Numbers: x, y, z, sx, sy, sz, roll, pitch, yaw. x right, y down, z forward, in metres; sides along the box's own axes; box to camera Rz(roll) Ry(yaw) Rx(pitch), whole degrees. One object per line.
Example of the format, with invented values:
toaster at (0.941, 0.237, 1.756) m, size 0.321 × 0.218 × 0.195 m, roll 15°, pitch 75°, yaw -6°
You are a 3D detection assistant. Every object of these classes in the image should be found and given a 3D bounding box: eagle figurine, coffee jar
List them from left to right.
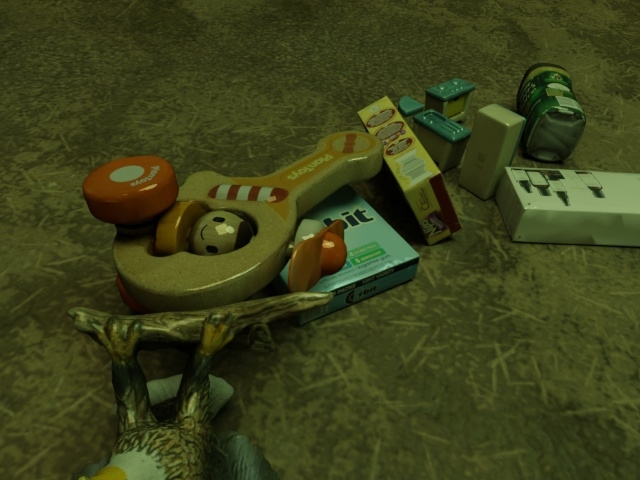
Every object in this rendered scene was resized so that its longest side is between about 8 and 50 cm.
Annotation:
eagle figurine at (-0.107, 0.189, 0.368) m, size 0.226 × 0.225 × 0.298 m, roll -19°, pitch 67°, yaw 34°
coffee jar at (0.370, -0.215, 0.896) m, size 0.079 × 0.096 × 0.184 m, roll 12°, pitch 41°, yaw 4°

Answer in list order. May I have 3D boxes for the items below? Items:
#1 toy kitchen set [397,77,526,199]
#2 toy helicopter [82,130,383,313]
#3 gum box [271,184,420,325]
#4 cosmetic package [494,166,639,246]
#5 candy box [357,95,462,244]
toy kitchen set at (0.233, -0.187, 0.833) m, size 0.166 × 0.122 × 0.207 m, roll -27°, pitch 51°, yaw -30°
toy helicopter at (-0.038, -0.036, 0.573) m, size 0.235 × 0.140 × 0.355 m, roll 22°, pitch 42°, yaw 34°
gum box at (0.000, 0.000, 0.662) m, size 0.157 × 0.041 × 0.184 m, roll -20°, pitch 48°, yaw -23°
cosmetic package at (0.368, -0.046, 0.733) m, size 0.239 × 0.060 × 0.098 m, roll 2°, pitch 43°, yaw -3°
candy box at (0.114, -0.096, 0.724) m, size 0.053 × 0.109 × 0.186 m, roll -29°, pitch 45°, yaw 6°
